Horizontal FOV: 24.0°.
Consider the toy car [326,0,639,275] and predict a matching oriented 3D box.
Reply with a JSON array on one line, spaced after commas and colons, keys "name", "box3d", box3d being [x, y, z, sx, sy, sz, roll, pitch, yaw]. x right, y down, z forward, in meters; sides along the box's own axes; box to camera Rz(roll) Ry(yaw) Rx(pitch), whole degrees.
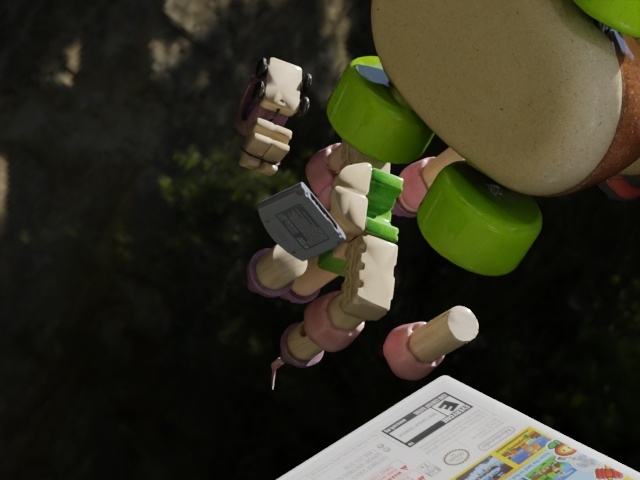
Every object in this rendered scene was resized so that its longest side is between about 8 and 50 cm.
[{"name": "toy car", "box3d": [0.127, -0.084, 0.689, 0.149, 0.188, 0.155, 53, -52, 33]}]

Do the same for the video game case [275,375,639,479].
[{"name": "video game case", "box3d": [0.069, 0.171, 0.865, 0.206, 0.227, 0.026, 24, -50, 42]}]

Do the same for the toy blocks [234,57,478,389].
[{"name": "toy blocks", "box3d": [0.000, 0.000, 1.749, 0.309, 0.289, 0.260, 18, -28, -22]}]

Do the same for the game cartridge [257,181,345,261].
[{"name": "game cartridge", "box3d": [-0.020, -0.016, 1.387, 0.056, 0.017, 0.083, -27, -48, 14]}]

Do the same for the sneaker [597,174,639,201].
[{"name": "sneaker", "box3d": [0.337, -0.170, 1.513, 0.097, 0.276, 0.135, 5, 9, -27]}]
